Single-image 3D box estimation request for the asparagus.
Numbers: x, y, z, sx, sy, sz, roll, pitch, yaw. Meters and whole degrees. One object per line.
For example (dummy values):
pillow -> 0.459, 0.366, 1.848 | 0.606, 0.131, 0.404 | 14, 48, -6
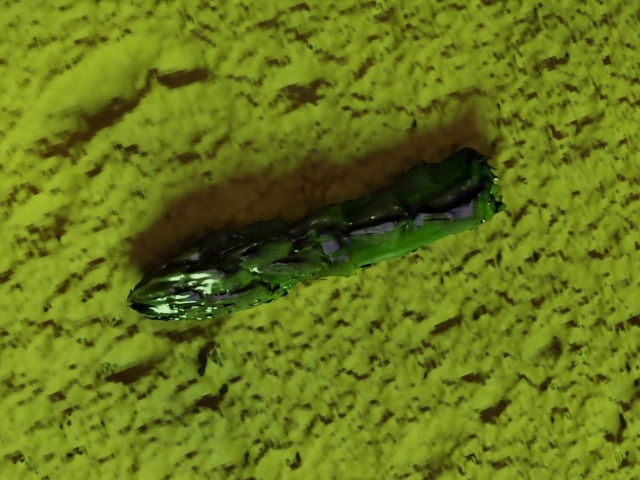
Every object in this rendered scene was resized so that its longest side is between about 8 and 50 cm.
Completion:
asparagus -> 0.000, 0.000, 0.733 | 0.165, 0.030, 0.036 | -17, 110, -22
